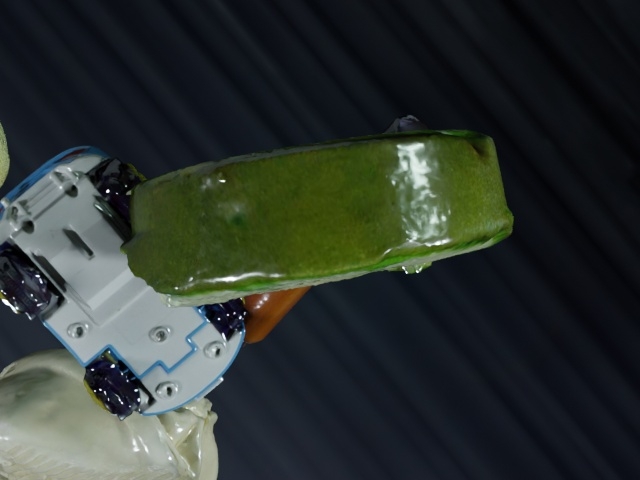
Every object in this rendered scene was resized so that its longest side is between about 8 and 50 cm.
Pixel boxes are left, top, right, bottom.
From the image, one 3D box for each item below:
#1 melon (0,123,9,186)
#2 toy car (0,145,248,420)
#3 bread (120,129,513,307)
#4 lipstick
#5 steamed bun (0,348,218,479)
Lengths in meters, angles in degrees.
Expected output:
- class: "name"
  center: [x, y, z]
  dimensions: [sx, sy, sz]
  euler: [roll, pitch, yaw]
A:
- class: "melon"
  center: [-0.471, -0.120, 2.252]
  dimensions: [0.139, 0.192, 0.139]
  euler: [-18, -163, 6]
- class: "toy car"
  center: [-0.221, 0.047, 1.900]
  dimensions: [0.198, 0.314, 0.166]
  euler: [-41, -155, -3]
- class: "bread"
  center: [-0.010, -0.017, 1.672]
  dimensions: [0.382, 0.129, 0.366]
  euler: [-9, 179, -27]
- class: "lipstick"
  center: [0.000, 0.000, 2.203]
  dimensions: [0.418, 0.077, 0.077]
  euler: [-47, 172, 34]
- class: "steamed bun"
  center: [-0.287, 0.234, 2.281]
  dimensions: [0.309, 0.324, 0.219]
  euler: [99, 0, -63]
